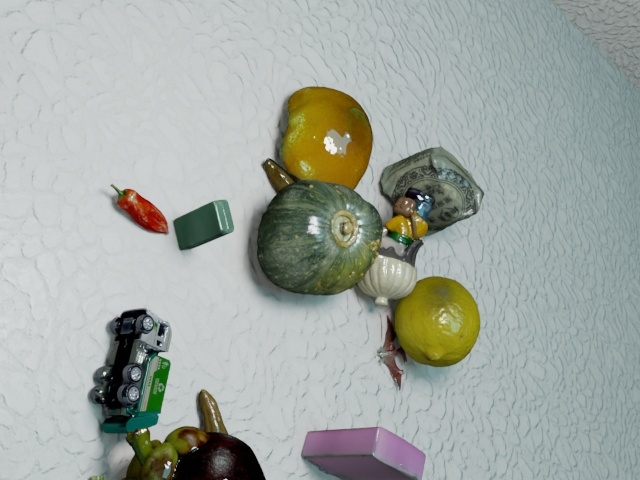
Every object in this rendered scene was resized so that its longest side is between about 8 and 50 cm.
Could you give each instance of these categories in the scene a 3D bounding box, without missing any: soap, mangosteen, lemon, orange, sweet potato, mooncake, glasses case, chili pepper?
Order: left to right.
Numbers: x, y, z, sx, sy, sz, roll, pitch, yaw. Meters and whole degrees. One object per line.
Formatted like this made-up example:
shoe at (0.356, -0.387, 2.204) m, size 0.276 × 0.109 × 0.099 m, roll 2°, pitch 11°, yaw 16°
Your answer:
chili pepper at (-0.405, -0.072, 1.706) m, size 0.191 × 0.050 × 0.059 m, roll 47°, pitch 46°, yaw -38°
mangosteen at (-0.254, 0.524, 1.500) m, size 0.313 × 0.297 × 0.297 m, roll 6°, pitch 73°, yaw -32°
glasses case at (-0.267, -0.034, 1.728) m, size 0.039 × 0.184 × 0.078 m, roll -10°, pitch 84°, yaw -42°
sweet potato at (-0.237, 0.421, 1.708) m, size 0.054 × 0.053 × 0.182 m, roll -18°, pitch 90°, yaw -39°
sweet potato at (-0.062, -0.138, 2.041) m, size 0.233 × 0.062 × 0.081 m, roll 29°, pitch 40°, yaw -30°
orange at (0.023, -0.280, 2.075) m, size 0.262 × 0.196 × 0.335 m, roll 25°, pitch 61°, yaw -22°
soap at (0.104, 0.523, 1.851) m, size 0.181 × 0.259 × 0.081 m, roll 35°, pitch 55°, yaw -29°
mooncake at (0.332, -0.147, 2.279) m, size 0.250 × 0.254 × 0.136 m, roll 45°, pitch 40°, yaw -21°
lemon at (0.331, 0.230, 2.163) m, size 0.267 × 0.267 × 0.268 m, roll 15°, pitch 67°, yaw -39°

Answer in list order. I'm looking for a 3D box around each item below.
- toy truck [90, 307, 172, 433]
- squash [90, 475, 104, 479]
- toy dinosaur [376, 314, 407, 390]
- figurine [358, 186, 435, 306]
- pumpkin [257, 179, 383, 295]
toy truck at (-0.386, 0.275, 1.578) m, size 0.124 × 0.114 × 0.254 m, roll 37°, pitch 53°, yaw -46°
squash at (-0.442, 0.510, 1.506) m, size 0.027 × 0.027 × 0.083 m, roll 7°, pitch 72°, yaw -42°
toy dinosaur at (0.205, 0.318, 2.168) m, size 0.108 × 0.032 × 0.220 m, roll 4°, pitch 72°, yaw -39°
figurine at (0.226, 0.023, 2.132) m, size 0.204 × 0.185 × 0.332 m, roll 41°, pitch 75°, yaw 12°
pumpkin at (0.000, 0.000, 1.915) m, size 0.327 × 0.257 × 0.292 m, roll 19°, pitch 77°, yaw -36°
